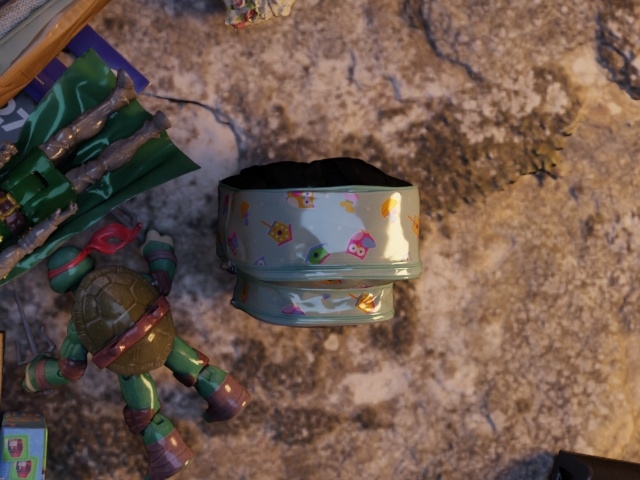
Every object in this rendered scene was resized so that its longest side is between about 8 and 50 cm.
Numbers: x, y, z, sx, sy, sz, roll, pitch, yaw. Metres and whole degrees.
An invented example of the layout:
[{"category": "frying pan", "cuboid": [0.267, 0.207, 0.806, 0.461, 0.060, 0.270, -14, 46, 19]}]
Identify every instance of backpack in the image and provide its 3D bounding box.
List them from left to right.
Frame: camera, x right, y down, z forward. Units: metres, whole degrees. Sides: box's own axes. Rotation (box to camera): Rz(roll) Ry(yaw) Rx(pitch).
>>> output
[{"category": "backpack", "cuboid": [0.000, 0.000, 1.069, 0.166, 0.188, 0.144, 1, 87, -13]}]

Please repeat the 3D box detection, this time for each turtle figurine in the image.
[{"category": "turtle figurine", "cuboid": [-0.168, 0.077, 1.072, 0.175, 0.118, 0.234, -39, 101, -11]}]

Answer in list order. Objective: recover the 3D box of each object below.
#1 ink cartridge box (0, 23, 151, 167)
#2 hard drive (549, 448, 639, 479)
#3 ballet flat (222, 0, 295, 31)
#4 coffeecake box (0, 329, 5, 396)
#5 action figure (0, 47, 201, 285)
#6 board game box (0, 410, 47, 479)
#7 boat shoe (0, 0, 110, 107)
[{"category": "ink cartridge box", "cuboid": [-0.326, -0.063, 1.070, 0.176, 0.069, 0.371, 43, 77, -7]}, {"category": "hard drive", "cuboid": [0.275, 0.330, 1.178, 0.172, 0.054, 0.254, 12, 85, -11]}, {"category": "ballet flat", "cuboid": [-0.111, -0.285, 1.120, 0.077, 0.091, 0.241, -34, 90, 18]}, {"category": "coffeecake box", "cuboid": [-0.291, 0.162, 1.021, 0.068, 0.142, 0.185, 4, 86, -11]}, {"category": "action figure", "cuboid": [-0.225, -0.039, 1.023, 0.232, 0.063, 0.137, -42, 80, -14]}, {"category": "board game box", "cuboid": [-0.240, 0.246, 1.019, 0.039, 0.160, 0.211, 4, 86, -13]}, {"category": "boat shoe", "cuboid": [-0.211, -0.214, 1.023, 0.092, 0.103, 0.285, 45, 85, -7]}]
